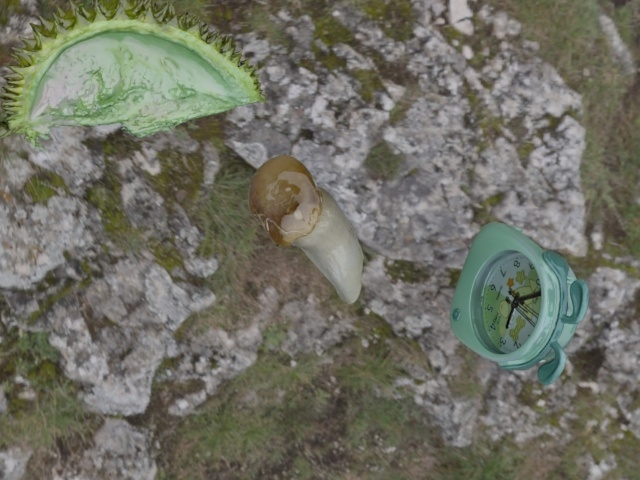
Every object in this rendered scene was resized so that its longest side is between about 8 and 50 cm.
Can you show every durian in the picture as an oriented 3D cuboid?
[{"bbox_3d":[-0.145,-0.117,0.539,0.215,0.086,0.100,-10,103,-13],"label":"durian"}]

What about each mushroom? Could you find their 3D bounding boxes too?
[{"bbox_3d":[0.000,0.000,0.778,0.071,0.084,0.209,-36,144,2],"label":"mushroom"}]

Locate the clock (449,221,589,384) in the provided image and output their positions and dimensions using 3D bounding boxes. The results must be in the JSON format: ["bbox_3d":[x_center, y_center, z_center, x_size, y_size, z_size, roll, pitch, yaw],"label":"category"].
[{"bbox_3d":[0.225,0.074,0.884,0.060,0.188,0.148,11,107,-27],"label":"clock"}]
